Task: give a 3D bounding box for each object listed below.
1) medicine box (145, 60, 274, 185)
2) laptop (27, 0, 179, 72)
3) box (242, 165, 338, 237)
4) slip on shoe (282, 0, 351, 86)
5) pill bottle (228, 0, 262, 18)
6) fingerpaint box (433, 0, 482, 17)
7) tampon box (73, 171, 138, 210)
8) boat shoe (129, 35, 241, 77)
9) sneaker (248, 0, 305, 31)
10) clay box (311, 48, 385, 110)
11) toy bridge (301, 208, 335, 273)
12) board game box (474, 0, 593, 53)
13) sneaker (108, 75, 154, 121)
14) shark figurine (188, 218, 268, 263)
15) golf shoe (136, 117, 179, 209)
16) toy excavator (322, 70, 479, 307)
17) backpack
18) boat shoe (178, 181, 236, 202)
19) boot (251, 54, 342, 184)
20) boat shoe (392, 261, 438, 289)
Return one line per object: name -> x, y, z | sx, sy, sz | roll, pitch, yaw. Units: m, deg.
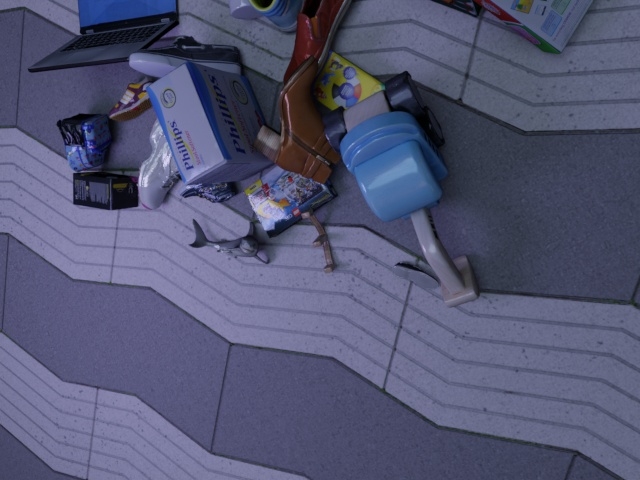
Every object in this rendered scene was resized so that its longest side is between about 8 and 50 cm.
medicine box -> -0.273, -0.300, 1.374 | 0.149, 0.289, 0.264 | -23, 90, 24
laptop -> -0.635, -0.696, 1.500 | 0.381, 0.408, 0.237 | 2, 133, 22
box -> -0.088, -0.132, 1.458 | 0.233, 0.044, 0.159 | -32, 86, 23
slip on shoe -> -0.023, -0.537, 1.318 | 0.123, 0.101, 0.332 | 46, 115, 45
pill bottle -> -0.208, -0.711, 1.377 | 0.119, 0.119, 0.209 | -7, 95, 23
fingerpaint box -> 0.272, -0.793, 1.144 | 0.370, 0.163, 0.445 | 29, 107, 15
tampon box -> -0.685, -0.160, 1.657 | 0.160, 0.120, 0.102 | 9, 103, 20
boat shoe -> -0.362, -0.500, 1.406 | 0.108, 0.300, 0.102 | 177, 89, -66
sneaker -> -0.108, -0.706, 1.289 | 0.127, 0.208, 0.320 | 2, 98, 23
clay box -> 0.085, -0.380, 1.345 | 0.222, 0.053, 0.128 | 37, 110, 14
toy bridge -> 0.000, 0.000, 1.431 | 0.026, 0.063, 0.188 | -15, 106, 23
board game box -> 0.437, -0.572, 1.060 | 0.316, 0.064, 0.242 | 23, 105, -23
sneaker -> -0.583, -0.437, 1.607 | 0.185, 0.069, 0.084 | -21, 81, 18
shark figurine -> -0.250, -0.006, 1.534 | 0.278, 0.166, 0.116 | 5, 75, 39
golf shoe -> -0.457, -0.224, 1.562 | 0.140, 0.115, 0.307 | 24, 107, 14
toy excavator -> 0.218, -0.090, 1.225 | 0.222, 0.433, 0.446 | -22, 61, 23
backpack -> -0.734, -0.306, 1.640 | 0.116, 0.158, 0.174 | 3, 112, 4
boat shoe -> -0.339, -0.143, 1.548 | 0.183, 0.065, 0.083 | -19, 89, 23
boot -> -0.018, -0.295, 1.312 | 0.220, 0.109, 0.284 | 28, 105, -11
boat shoe -> 0.251, 0.090, 1.358 | 0.125, 0.038, 0.046 | 17, 123, 20
